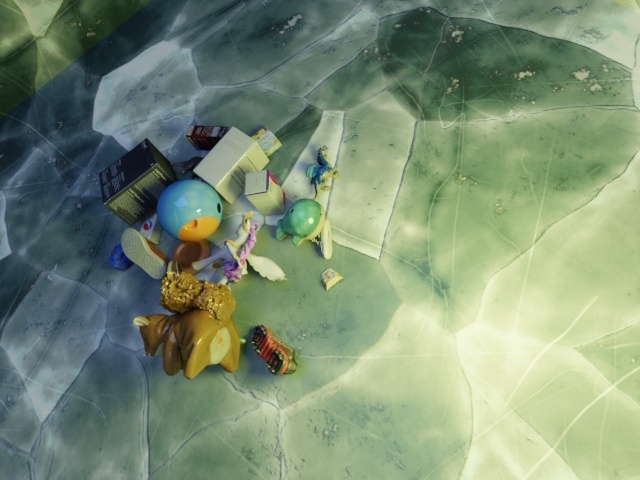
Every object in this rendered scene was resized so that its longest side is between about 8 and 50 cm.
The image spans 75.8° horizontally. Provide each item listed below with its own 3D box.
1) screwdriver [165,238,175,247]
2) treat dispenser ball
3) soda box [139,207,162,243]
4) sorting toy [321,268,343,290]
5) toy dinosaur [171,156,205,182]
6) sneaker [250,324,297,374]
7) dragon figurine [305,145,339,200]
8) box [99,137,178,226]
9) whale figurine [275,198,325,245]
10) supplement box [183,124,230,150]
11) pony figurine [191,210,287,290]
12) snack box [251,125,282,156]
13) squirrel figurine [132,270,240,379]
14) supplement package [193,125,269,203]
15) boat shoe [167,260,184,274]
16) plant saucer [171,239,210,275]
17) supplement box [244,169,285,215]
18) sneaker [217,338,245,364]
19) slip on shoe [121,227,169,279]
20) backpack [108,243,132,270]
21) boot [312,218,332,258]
[{"bbox_3d":[-0.697,-0.020,2.017,0.170,0.025,0.024,-45,63,5],"label":"screwdriver"},{"bbox_3d":[-0.593,-0.136,1.879,0.288,0.288,0.288,-6,66,14],"label":"treat dispenser ball"},{"bbox_3d":[-0.832,-0.093,2.055,0.074,0.069,0.216,3,68,18],"label":"soda box"},{"bbox_3d":[0.037,0.152,1.715,0.083,0.045,0.075,-39,44,-2],"label":"sorting toy"},{"bbox_3d":[-0.618,-0.375,2.103,0.313,0.121,0.160,1,50,31],"label":"toy dinosaur"},{"bbox_3d":[-0.180,0.436,1.625,0.098,0.135,0.276,-56,41,3],"label":"sneaker"},{"bbox_3d":[-0.013,-0.298,1.888,0.144,0.085,0.289,25,76,24],"label":"dragon figurine"},{"bbox_3d":[-0.905,-0.297,2.051,0.312,0.179,0.343,-38,44,0],"label":"box"},{"bbox_3d":[-0.110,-0.085,1.767,0.272,0.141,0.216,-15,58,39],"label":"whale figurine"},{"bbox_3d":[-0.565,-0.527,2.125,0.239,0.130,0.073,9,70,19],"label":"supplement box"},{"bbox_3d":[-0.356,0.088,1.751,0.363,0.303,0.351,-45,53,12],"label":"pony figurine"},{"bbox_3d":[-0.274,-0.501,2.079,0.100,0.037,0.141,-38,63,0],"label":"snack box"},{"bbox_3d":[-0.528,0.316,1.603,0.370,0.281,0.397,8,90,26],"label":"squirrel figurine"},{"bbox_3d":[-0.427,-0.361,1.988,0.177,0.175,0.293,37,82,25],"label":"supplement package"},{"bbox_3d":[-0.581,0.234,1.821,0.123,0.123,0.342,-22,67,-1],"label":"boat shoe"},{"bbox_3d":[-0.618,0.070,1.941,0.200,0.037,0.200,-6,66,15],"label":"plant saucer"},{"bbox_3d":[-0.245,-0.208,1.845,0.114,0.220,0.111,-8,65,15],"label":"supplement box"},{"bbox_3d":[-0.376,0.459,1.699,0.166,0.065,0.076,-26,75,11],"label":"sneaker"},{"bbox_3d":[-0.823,0.066,1.946,0.331,0.101,0.123,40,94,16],"label":"slip on shoe"},{"bbox_3d":[-0.974,0.077,2.009,0.120,0.101,0.098,-45,57,-1],"label":"backpack"},{"bbox_3d":[0.000,0.000,1.777,0.086,0.069,0.190,-12,57,19],"label":"boot"}]
